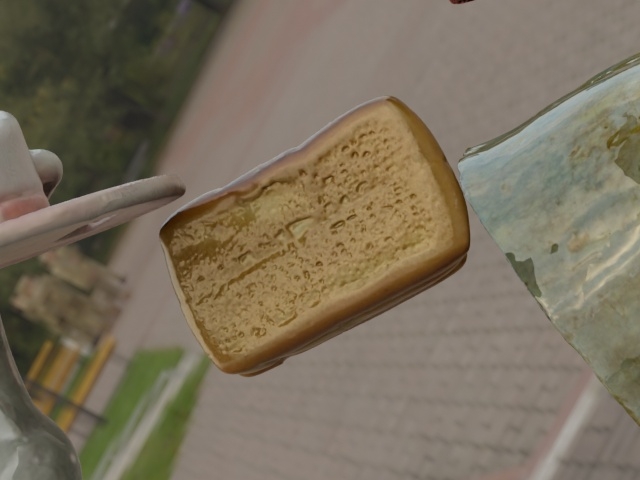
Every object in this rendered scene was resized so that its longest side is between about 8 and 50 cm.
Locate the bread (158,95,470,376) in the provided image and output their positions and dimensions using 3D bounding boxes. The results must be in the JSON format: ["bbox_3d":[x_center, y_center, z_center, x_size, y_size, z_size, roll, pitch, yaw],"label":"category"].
[{"bbox_3d":[0.000,0.000,1.178,0.200,0.116,0.077,-29,-12,18],"label":"bread"}]

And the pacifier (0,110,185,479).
[{"bbox_3d":[-0.227,0.041,1.100,0.332,0.273,0.220,-20,-36,-24],"label":"pacifier"}]

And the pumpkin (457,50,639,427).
[{"bbox_3d":[0.277,0.003,1.327,0.199,0.332,0.332,-42,13,13],"label":"pumpkin"}]

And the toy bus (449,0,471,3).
[{"bbox_3d":[0.064,-0.235,1.145,0.089,0.195,0.081,-31,-33,-9],"label":"toy bus"}]
